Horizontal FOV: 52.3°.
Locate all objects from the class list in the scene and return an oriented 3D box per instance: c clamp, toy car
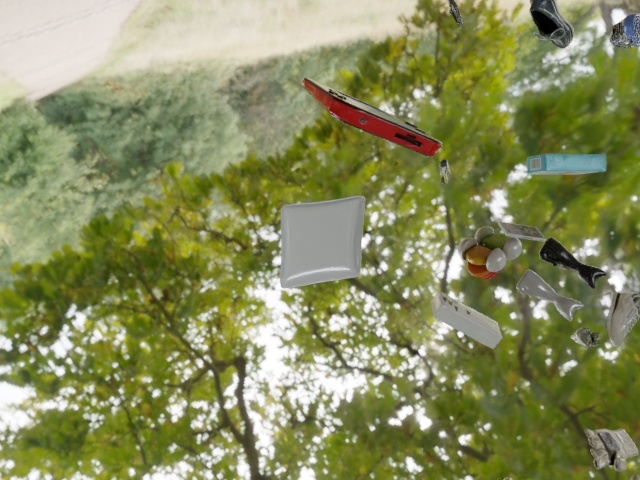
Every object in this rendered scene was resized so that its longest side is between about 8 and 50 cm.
[{"bbox_3d":[0.464,-0.822,2.286,0.022,0.137,0.161,-30,151,8],"label":"c clamp"},{"bbox_3d":[0.534,0.051,2.051,0.182,0.136,0.159,-31,-143,-27],"label":"toy car"}]

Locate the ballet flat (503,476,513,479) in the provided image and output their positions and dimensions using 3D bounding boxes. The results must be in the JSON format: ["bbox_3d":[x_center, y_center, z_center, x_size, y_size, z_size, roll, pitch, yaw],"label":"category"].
[{"bbox_3d":[0.601,0.799,2.110,0.049,0.173,0.058,4,-116,21],"label":"ballet flat"}]

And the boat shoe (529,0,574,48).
[{"bbox_3d":[0.691,-0.647,1.959,0.095,0.254,0.079,17,-100,37],"label":"boat shoe"}]

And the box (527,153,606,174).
[{"bbox_3d":[0.825,-0.255,2.185,0.244,0.060,0.100,-2,-179,-19],"label":"box"}]

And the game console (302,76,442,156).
[{"bbox_3d":[0.155,-0.378,1.961,0.060,0.386,0.342,-62,-151,19],"label":"game console"}]

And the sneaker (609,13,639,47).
[{"bbox_3d":[0.897,-0.612,1.926,0.090,0.082,0.232,10,-174,30],"label":"sneaker"}]

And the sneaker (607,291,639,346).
[{"bbox_3d":[1.080,0.275,2.316,0.094,0.090,0.235,1,-132,35],"label":"sneaker"}]

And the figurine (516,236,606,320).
[{"bbox_3d":[0.775,0.130,2.105,0.215,0.209,0.092,-53,158,-7],"label":"figurine"}]

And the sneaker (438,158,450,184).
[{"bbox_3d":[0.398,-0.223,2.083,0.031,0.083,0.035,14,-146,30],"label":"sneaker"}]

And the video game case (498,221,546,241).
[{"bbox_3d":[0.602,-0.027,1.953,0.121,0.011,0.087,8,-155,-6],"label":"video game case"}]

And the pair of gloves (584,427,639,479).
[{"bbox_3d":[0.727,0.548,1.528,0.204,0.240,0.042,10,134,-34],"label":"pair of gloves"}]

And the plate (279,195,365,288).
[{"bbox_3d":[0.000,0.000,2.010,0.277,0.278,0.045,-8,-154,-23],"label":"plate"}]

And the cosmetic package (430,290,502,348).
[{"bbox_3d":[0.487,0.264,2.180,0.060,0.238,0.099,-58,-170,26],"label":"cosmetic package"}]

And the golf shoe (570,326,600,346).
[{"bbox_3d":[0.941,0.354,2.354,0.086,0.069,0.176,-8,159,39],"label":"golf shoe"}]
